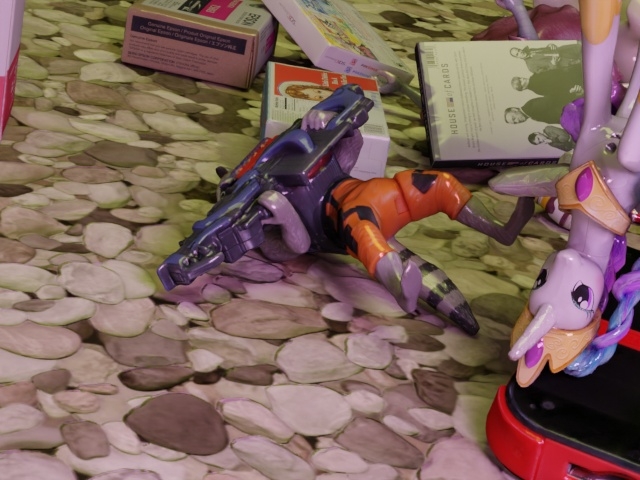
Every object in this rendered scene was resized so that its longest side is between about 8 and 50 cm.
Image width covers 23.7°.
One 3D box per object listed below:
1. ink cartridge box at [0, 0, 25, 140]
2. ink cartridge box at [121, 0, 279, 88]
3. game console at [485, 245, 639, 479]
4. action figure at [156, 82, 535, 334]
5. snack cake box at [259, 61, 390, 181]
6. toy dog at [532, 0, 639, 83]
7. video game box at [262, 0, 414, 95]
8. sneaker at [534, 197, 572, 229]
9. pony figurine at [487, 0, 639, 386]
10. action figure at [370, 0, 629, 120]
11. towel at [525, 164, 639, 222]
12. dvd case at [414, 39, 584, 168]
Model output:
[{"bbox_3d":[-0.480,-0.336,1.769,0.279,0.385,0.160,9,22,-7],"label":"ink cartridge box"},{"bbox_3d":[-0.172,-0.310,2.262,0.193,0.088,0.235,11,20,3],"label":"ink cartridge box"},{"bbox_3d":[0.370,0.150,1.337,0.386,0.060,0.342,20,35,20],"label":"game console"},{"bbox_3d":[0.000,0.000,1.565,0.330,0.179,0.341,20,50,39],"label":"action figure"},{"bbox_3d":[0.000,-0.141,1.925,0.152,0.089,0.264,8,22,-4],"label":"snack cake box"},{"bbox_3d":[0.570,-0.280,2.341,0.284,0.395,0.408,-31,39,-8],"label":"toy dog"},{"bbox_3d":[0.021,-0.310,2.288,0.187,0.048,0.205,17,28,-44],"label":"video game box"},{"bbox_3d":[0.357,-0.067,1.919,0.185,0.070,0.084,-30,65,-27],"label":"sneaker"},{"bbox_3d":[0.275,-0.070,1.344,0.302,0.364,0.351,21,21,25],"label":"pony figurine"},{"bbox_3d":[0.259,-0.210,2.191,0.276,0.248,0.370,54,39,-7],"label":"action figure"},{"bbox_3d":[0.401,-0.071,2.030,0.274,0.031,0.199,14,23,7],"label":"towel"},{"bbox_3d":[0.251,-0.182,2.006,0.238,0.029,0.179,-2,67,-9],"label":"dvd case"}]
